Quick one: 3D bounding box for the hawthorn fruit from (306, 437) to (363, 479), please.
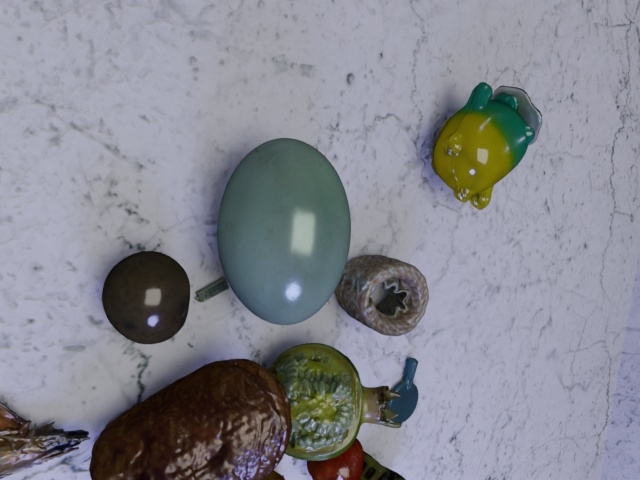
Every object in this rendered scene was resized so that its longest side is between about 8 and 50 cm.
[{"bbox_3d":[0.046,0.559,1.343,0.148,0.148,0.172,42,65,-32],"label":"hawthorn fruit"}]

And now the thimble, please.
[{"bbox_3d":[0.158,0.140,1.353,0.229,0.148,0.196,1,99,-33],"label":"thimble"}]

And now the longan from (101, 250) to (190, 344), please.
[{"bbox_3d":[-0.327,0.110,0.989,0.167,0.167,0.187,-33,125,-27],"label":"longan"}]

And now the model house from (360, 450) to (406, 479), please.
[{"bbox_3d":[0.128,0.732,1.396,0.234,0.193,0.175,-44,122,-22],"label":"model house"}]

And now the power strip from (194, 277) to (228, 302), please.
[{"bbox_3d":[-0.239,0.110,1.142,0.083,0.017,0.027,-30,112,-30],"label":"power strip"}]

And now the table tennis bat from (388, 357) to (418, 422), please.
[{"bbox_3d":[0.253,0.444,1.536,0.124,0.033,0.201,9,95,-38],"label":"table tennis bat"}]

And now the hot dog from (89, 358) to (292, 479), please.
[{"bbox_3d":[-0.243,0.392,1.024,0.387,0.174,0.267,-27,71,-16],"label":"hot dog"}]

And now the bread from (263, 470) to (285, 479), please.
[{"bbox_3d":[-0.184,0.634,1.218,0.245,0.102,0.094,-24,117,-29],"label":"bread"}]

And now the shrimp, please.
[{"bbox_3d":[-0.577,0.343,0.914,0.316,0.062,0.164,1,94,-33],"label":"shrimp"}]

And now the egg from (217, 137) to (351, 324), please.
[{"bbox_3d":[-0.074,-0.015,1.079,0.276,0.276,0.389,-8,104,-34],"label":"egg"}]

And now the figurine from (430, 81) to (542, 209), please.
[{"bbox_3d":[0.460,-0.268,1.450,0.340,0.231,0.324,-43,124,-28],"label":"figurine"}]

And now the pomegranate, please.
[{"bbox_3d":[0.018,0.376,1.202,0.340,0.260,0.261,8,93,2],"label":"pomegranate"}]
